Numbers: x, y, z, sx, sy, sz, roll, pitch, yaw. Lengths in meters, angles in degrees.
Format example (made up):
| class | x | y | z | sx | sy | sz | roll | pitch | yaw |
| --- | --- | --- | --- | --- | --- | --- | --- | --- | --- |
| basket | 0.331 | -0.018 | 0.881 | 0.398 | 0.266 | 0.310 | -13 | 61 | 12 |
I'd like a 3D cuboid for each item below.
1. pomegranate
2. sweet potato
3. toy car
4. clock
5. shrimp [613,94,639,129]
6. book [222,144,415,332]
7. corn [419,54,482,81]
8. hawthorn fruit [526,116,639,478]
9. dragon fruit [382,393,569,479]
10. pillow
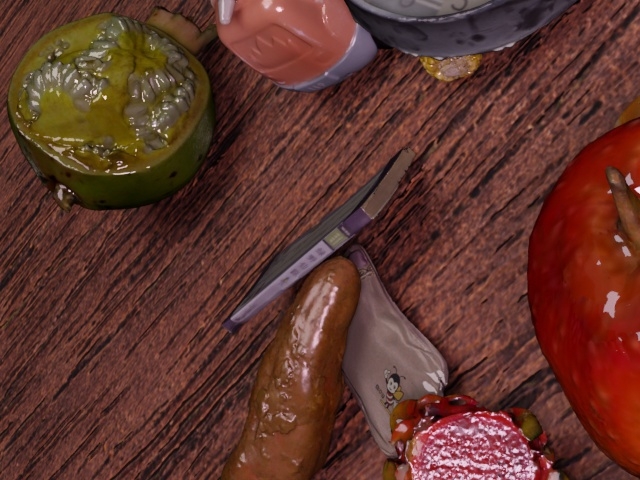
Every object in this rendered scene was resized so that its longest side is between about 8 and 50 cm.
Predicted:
| class | x | y | z | sx | sy | sz | roll | pitch | yaw |
| --- | --- | --- | --- | --- | --- | --- | --- | --- | --- |
| pomegranate | -0.244 | -0.182 | 1.747 | 0.260 | 0.260 | 0.340 | -3 | 40 | 49 |
| sweet potato | -0.030 | 0.183 | 1.401 | 0.106 | 0.095 | 0.354 | -117 | 45 | -56 |
| toy car | -0.028 | -0.312 | 1.556 | 0.180 | 0.212 | 0.270 | -16 | 61 | 45 |
| clock | 0.149 | -0.341 | 1.397 | 0.325 | 0.067 | 0.325 | -11 | 64 | 24 |
| shrimp | 0.342 | -0.092 | 1.143 | 0.249 | 0.068 | 0.150 | -37 | 60 | 40 |
| book | 0.001 | 0.001 | 1.453 | 0.231 | 0.026 | 0.157 | -40 | 9 | 34 |
| corn | 0.132 | -0.260 | 1.459 | 0.072 | 0.072 | 0.203 | -29 | 51 | 38 |
| hawthorn fruit | 0.267 | 0.026 | 0.959 | 0.287 | 0.330 | 0.287 | -18 | 56 | 30 |
| dragon fruit | 0.121 | 0.196 | 1.213 | 0.133 | 0.150 | 0.208 | -41 | 30 | -13 |
| pillow | 0.054 | 0.112 | 1.396 | 0.130 | 0.038 | 0.232 | -60 | 39 | 26 |
